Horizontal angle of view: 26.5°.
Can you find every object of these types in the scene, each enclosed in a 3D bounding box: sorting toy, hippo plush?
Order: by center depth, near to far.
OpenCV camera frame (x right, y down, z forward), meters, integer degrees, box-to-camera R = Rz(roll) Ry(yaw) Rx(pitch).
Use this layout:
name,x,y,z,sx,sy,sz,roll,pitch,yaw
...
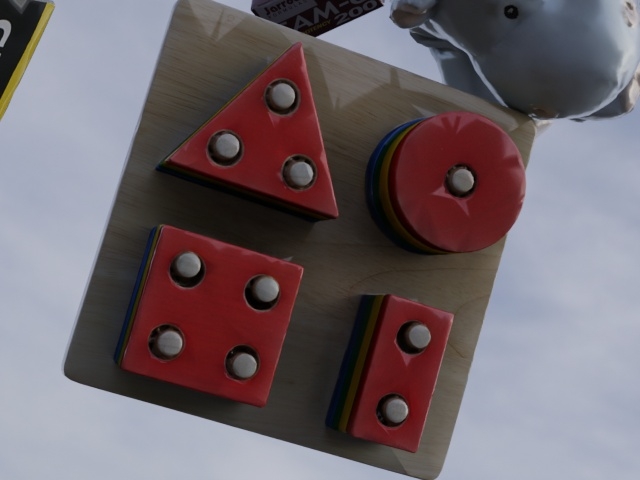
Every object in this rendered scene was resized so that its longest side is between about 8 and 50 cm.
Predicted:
name,x,y,z,sx,sy,sz,roll,pitch,yaw
sorting toy,0.000,0.000,0.854,0.257,0.256,0.089,18,-6,-13
hippo plush,0.150,-0.203,0.975,0.294,0.234,0.236,50,0,-6

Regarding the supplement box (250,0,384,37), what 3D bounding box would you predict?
name,x,y,z,sx,sy,sz,roll,pitch,yaw
supplement box,0.005,-0.330,1.477,0.130,0.239,0.073,-21,-47,28

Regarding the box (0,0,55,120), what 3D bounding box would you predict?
name,x,y,z,sx,sy,sz,roll,pitch,yaw
box,-0.290,-0.071,0.575,0.322,0.257,0.079,37,16,23
